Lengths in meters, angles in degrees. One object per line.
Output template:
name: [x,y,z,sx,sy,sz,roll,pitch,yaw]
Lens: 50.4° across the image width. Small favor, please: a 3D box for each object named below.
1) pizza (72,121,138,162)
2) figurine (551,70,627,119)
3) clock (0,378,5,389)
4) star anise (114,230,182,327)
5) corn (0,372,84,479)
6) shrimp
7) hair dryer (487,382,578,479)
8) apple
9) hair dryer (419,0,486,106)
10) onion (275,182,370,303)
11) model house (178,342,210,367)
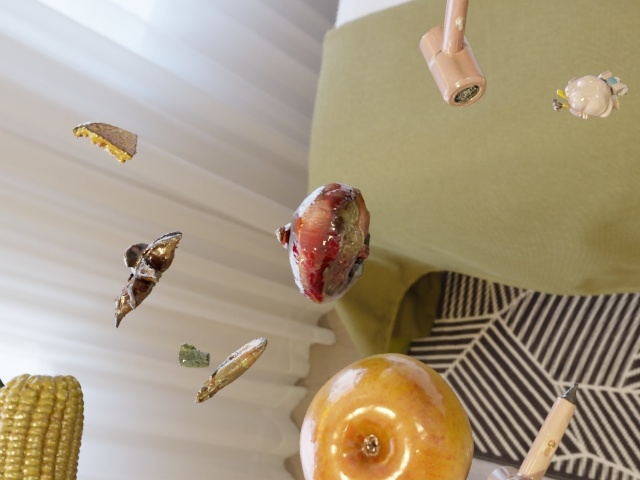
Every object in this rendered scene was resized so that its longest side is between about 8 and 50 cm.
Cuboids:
pizza: [-0.462,-0.217,1.521,0.131,0.178,0.041,41,110,10]
figurine: [0.722,-0.382,1.785,0.137,0.229,0.112,60,151,15]
clock: [-0.663,0.315,1.333,0.061,0.312,0.313,-32,33,-19]
star anise: [-0.407,0.066,1.538,0.272,0.103,0.272,-53,12,16]
corn: [-0.397,0.353,0.925,0.131,0.131,0.344,-27,57,40]
shrimp: [-0.238,0.335,1.771,0.251,0.052,0.144,-34,7,-34]
hair dryer: [0.502,0.474,1.529,0.344,0.107,0.189,-63,3,-5]
apple: [0.106,0.337,1.139,0.299,0.275,0.298,-3,71,10]
hair dryer: [0.354,-0.526,1.779,0.125,0.352,0.210,-18,67,0]
onion: [0.000,0.000,1.491,0.195,0.272,0.271,17,84,21]
model house: [-0.345,0.321,1.892,0.083,0.078,0.066,4,69,5]
